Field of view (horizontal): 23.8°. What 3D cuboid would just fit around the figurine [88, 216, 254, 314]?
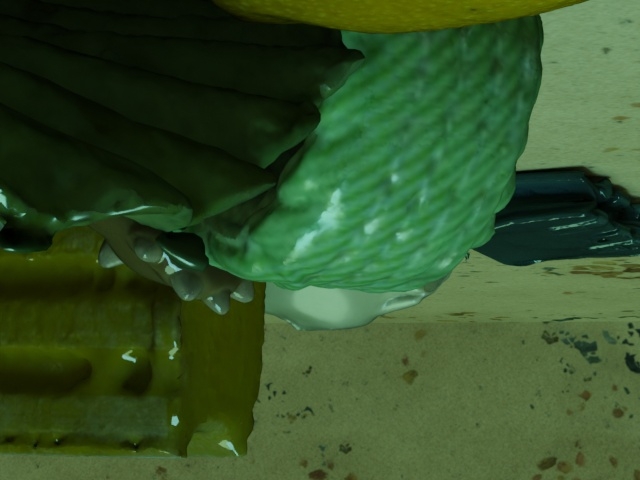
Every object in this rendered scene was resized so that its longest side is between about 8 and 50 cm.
[{"bbox_3d":[-0.056,-0.043,1.043,0.247,0.177,0.173,-11,143,9],"label":"figurine"}]

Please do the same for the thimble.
[{"bbox_3d":[0.013,-0.081,0.809,0.150,0.219,0.219,6,170,-35],"label":"thimble"}]

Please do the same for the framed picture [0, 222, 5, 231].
[{"bbox_3d":[-0.328,0.013,0.882,0.273,0.016,0.216,-21,164,-7],"label":"framed picture"}]

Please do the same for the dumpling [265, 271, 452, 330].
[{"bbox_3d":[0.000,0.000,1.506,0.258,0.147,0.193,0,-145,1],"label":"dumpling"}]

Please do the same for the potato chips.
[{"bbox_3d":[-0.173,-0.112,0.611,0.389,0.097,0.373,17,-165,-33],"label":"potato chips"}]

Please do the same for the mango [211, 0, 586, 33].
[{"bbox_3d":[0.077,-0.156,0.488,0.187,0.144,0.359,6,164,-29],"label":"mango"}]

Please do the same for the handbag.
[{"bbox_3d":[0.241,-0.019,1.561,0.179,0.062,0.229,-4,169,27],"label":"handbag"}]

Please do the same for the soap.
[{"bbox_3d":[-0.216,0.040,1.304,0.335,0.293,0.156,-4,172,26],"label":"soap"}]
